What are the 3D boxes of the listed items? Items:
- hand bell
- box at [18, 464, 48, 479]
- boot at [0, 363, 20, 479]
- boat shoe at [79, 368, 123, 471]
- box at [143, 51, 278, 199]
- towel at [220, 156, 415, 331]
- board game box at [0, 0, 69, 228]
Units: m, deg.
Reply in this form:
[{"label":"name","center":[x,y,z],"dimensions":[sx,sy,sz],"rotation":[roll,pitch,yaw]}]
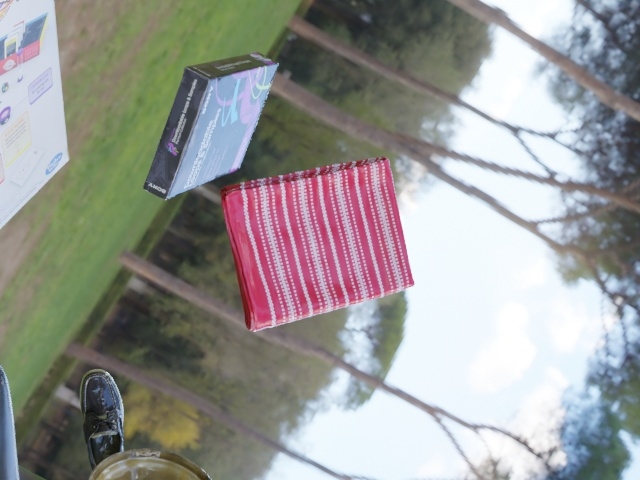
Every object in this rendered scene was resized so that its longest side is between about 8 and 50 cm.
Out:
[{"label":"hand bell","center":[-0.187,0.341,1.094],"dimensions":[0.126,0.126,0.242],"rotation":[-72,179,-63]},{"label":"box","center":[-0.527,0.379,1.421],"dimensions":[0.296,0.294,0.183],"rotation":[1,105,-60]},{"label":"boot","center":[-0.269,0.291,1.174],"dimensions":[0.445,0.146,0.367],"rotation":[12,88,-58]},{"label":"boat shoe","center":[-0.277,0.242,1.414],"dimensions":[0.049,0.056,0.152],"rotation":[-170,-110,-75]},{"label":"box","center":[-0.096,-0.106,0.990],"dimensions":[0.116,0.029,0.162],"rotation":[-67,167,21]},{"label":"towel","center":[0.000,0.000,1.507],"dimensions":[0.031,0.274,0.199],"rotation":[-5,-82,61]},{"label":"board game box","center":[-0.330,-0.126,0.990],"dimensions":[0.242,0.064,0.317],"rotation":[-55,163,-40]}]
